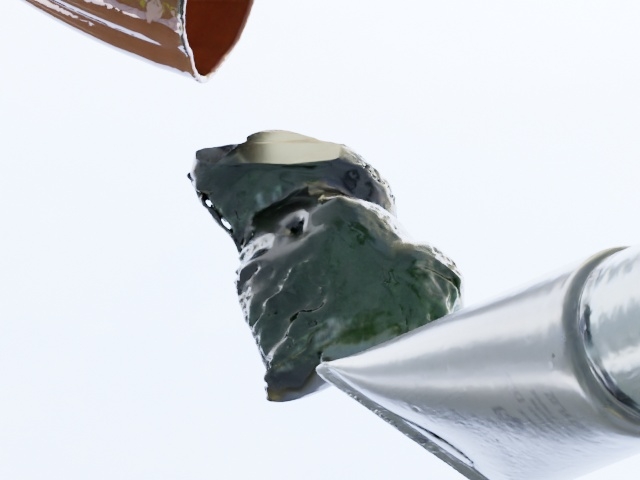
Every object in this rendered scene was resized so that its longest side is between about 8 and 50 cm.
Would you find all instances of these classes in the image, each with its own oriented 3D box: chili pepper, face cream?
[{"bbox_3d":[-0.002,-0.008,1.166,0.148,0.116,0.264,-14,-155,-7],"label":"chili pepper"},{"bbox_3d":[0.113,0.071,0.859,0.143,0.314,0.089,34,-119,-11],"label":"face cream"}]

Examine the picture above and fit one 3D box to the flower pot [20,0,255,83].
[{"bbox_3d":[-0.146,-0.231,1.345,0.173,0.191,0.191,14,-133,14],"label":"flower pot"}]
